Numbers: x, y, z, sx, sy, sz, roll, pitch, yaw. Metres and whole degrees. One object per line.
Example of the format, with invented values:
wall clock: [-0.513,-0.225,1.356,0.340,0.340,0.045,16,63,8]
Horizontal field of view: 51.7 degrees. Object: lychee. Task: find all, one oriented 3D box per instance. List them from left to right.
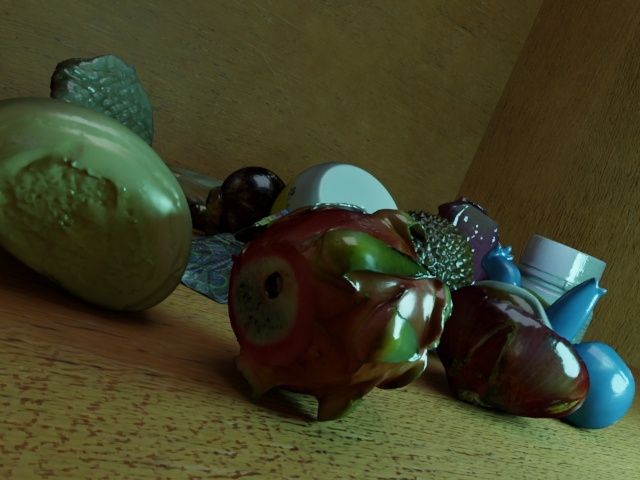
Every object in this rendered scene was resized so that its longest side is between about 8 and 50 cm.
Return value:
lychee: [0.231,0.063,1.548,0.268,0.267,0.267,23,5,-2]

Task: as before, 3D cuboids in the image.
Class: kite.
kite: [-0.109,0.013,1.041,0.152,0.015,0.286,36,40,26]

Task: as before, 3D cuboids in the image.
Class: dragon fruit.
dragon fruit: [0.023,0.066,0.675,0.227,0.223,0.224,-3,22,-42]

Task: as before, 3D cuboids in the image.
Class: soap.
soap: [0.372,0.047,1.818,0.220,0.324,0.127,23,1,-27]

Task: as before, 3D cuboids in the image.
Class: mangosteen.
mangosteen: [-0.174,-0.065,1.432,0.217,0.192,0.192,3,3,6]

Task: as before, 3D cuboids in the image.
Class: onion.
onion: [0.273,0.173,0.986,0.248,0.161,0.248,32,8,-5]

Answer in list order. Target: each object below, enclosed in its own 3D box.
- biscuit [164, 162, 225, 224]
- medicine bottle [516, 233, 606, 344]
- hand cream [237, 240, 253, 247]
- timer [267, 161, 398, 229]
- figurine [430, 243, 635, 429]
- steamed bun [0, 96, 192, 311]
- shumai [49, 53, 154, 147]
biscuit: [-0.292,-0.106,1.707,0.446,0.103,0.429,16,9,-35]
medicine bottle: [0.586,0.157,1.724,0.241,0.301,0.241,23,5,-2]
hand cream: [-0.130,0.030,1.164,0.084,0.083,0.203,21,0,-22]
timer: [0.000,0.000,1.321,0.285,0.285,0.285,23,5,-2]
figurine: [0.353,0.159,1.184,0.417,0.297,0.243,22,38,16]
steamed bun: [-0.259,-0.062,0.717,0.273,0.166,0.232,41,2,-24]
shumai: [-0.521,-0.215,1.354,0.263,0.314,0.267,-10,-46,23]
